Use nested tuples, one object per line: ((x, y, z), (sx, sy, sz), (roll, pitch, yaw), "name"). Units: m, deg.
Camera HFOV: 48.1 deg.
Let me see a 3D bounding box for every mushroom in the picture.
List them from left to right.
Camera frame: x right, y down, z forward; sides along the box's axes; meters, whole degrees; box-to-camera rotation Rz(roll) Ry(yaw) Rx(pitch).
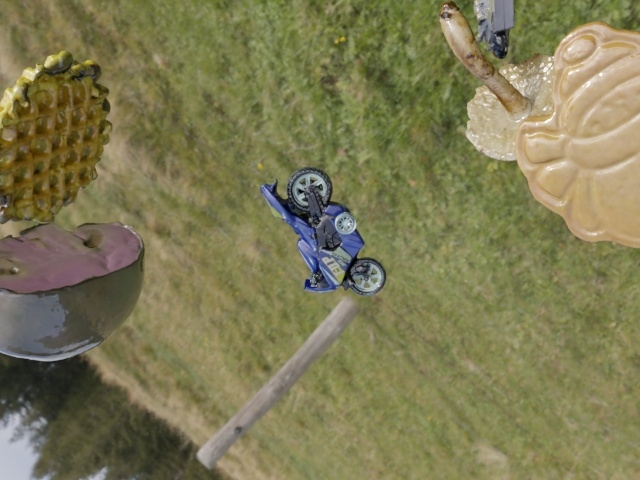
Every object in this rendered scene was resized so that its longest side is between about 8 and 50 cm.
((-0.253, 0.053, 0.687), (0.141, 0.188, 0.117), (8, 105, 36), "mushroom")
((0.328, -0.284, 1.394), (0.302, 0.233, 0.208), (15, 150, -13), "mushroom")

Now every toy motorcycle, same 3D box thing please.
((0.000, 0.000, 1.455), (0.315, 0.169, 0.113), (58, -175, -12), "toy motorcycle")
((0.329, -0.473, 1.383), (0.152, 0.073, 0.225), (-105, 1, -47), "toy motorcycle")

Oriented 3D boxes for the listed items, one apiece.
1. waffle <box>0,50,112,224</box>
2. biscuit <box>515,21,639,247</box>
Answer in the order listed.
((-0.468, -0.174, 1.242), (0.062, 0.329, 0.329), (23, 154, 15), "waffle")
((0.458, -0.145, 1.062), (0.351, 0.057, 0.312), (43, 119, 5), "biscuit")
